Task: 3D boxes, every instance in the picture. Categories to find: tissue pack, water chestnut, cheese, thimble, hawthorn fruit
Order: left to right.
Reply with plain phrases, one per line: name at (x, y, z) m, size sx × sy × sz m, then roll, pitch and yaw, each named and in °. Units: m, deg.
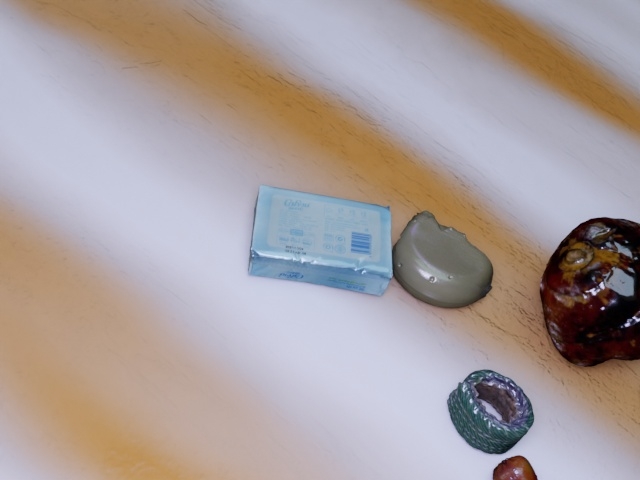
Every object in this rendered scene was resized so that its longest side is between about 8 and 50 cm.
tissue pack at (0.000, 0.000, 1.460) m, size 0.263 × 0.089 × 0.177 m, roll 8°, pitch 52°, yaw -7°
cheese at (0.236, 0.050, 1.486) m, size 0.203 × 0.091 × 0.175 m, roll 32°, pitch 52°, yaw 7°
thimble at (0.293, 0.292, 1.323) m, size 0.118 × 0.090 × 0.135 m, roll -24°, pitch 62°, yaw -32°
hawthorn fruit at (0.323, 0.393, 1.271) m, size 0.077 × 0.077 × 0.077 m, roll 7°, pitch 53°, yaw -10°
water chestnut at (0.544, 0.101, 1.441) m, size 0.289 × 0.244 × 0.289 m, roll 4°, pitch 60°, yaw -6°
